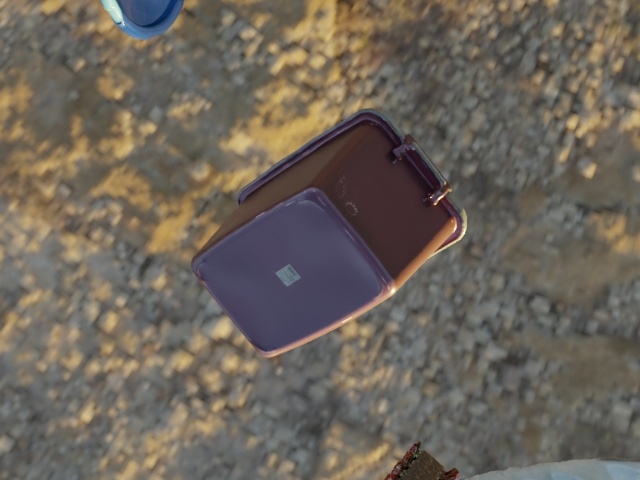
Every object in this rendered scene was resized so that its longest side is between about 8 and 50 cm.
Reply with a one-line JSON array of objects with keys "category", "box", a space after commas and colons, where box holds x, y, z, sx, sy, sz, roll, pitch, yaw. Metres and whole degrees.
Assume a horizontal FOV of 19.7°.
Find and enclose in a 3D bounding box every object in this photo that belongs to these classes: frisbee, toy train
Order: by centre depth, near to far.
[{"category": "toy train", "box": [0.067, 0.218, 1.523, 0.050, 0.138, 0.087, 40, 103, 5]}, {"category": "frisbee", "box": [-0.206, -0.341, 2.019, 0.045, 0.242, 0.242, 3, 123, 23]}]

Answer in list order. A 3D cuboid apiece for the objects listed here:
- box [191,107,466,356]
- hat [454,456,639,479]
[{"category": "box", "box": [0.000, 0.000, 2.120, 0.294, 0.167, 0.193, -31, 100, 43]}, {"category": "hat", "box": [0.163, 0.246, 0.885, 0.168, 0.257, 0.301, -30, 65, 56]}]
